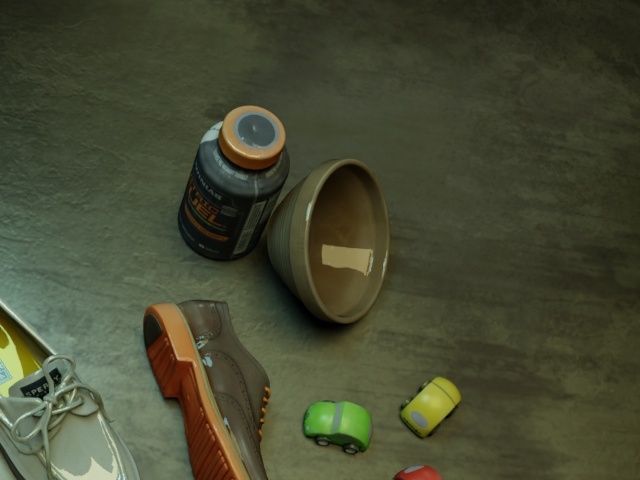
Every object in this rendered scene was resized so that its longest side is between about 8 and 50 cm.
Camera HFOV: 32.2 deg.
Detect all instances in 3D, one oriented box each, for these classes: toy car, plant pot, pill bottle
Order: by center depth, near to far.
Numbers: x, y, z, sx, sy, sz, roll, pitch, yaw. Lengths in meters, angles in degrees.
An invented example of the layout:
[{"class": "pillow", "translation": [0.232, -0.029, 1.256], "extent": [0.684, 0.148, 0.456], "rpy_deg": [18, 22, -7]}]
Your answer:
[{"class": "toy car", "translation": [0.089, 0.270, 1.531], "extent": [0.225, 0.053, 0.239], "rpy_deg": [16, 56, -8]}, {"class": "pill bottle", "translation": [-0.119, -0.085, 1.561], "extent": [0.131, 0.245, 0.130], "rpy_deg": [8, 58, -13]}, {"class": "plant pot", "translation": [0.000, 0.000, 1.604], "extent": [0.110, 0.237, 0.237], "rpy_deg": [1, 48, 33]}]

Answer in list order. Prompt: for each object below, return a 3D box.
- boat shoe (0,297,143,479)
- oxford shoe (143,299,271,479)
[{"class": "boat shoe", "translation": [-0.342, 0.195, 1.374], "extent": [0.136, 0.156, 0.367], "rpy_deg": [-31, 73, -30]}, {"class": "oxford shoe", "translation": [-0.110, 0.229, 1.451], "extent": [0.133, 0.130, 0.363], "rpy_deg": [-11, 64, -30]}]
